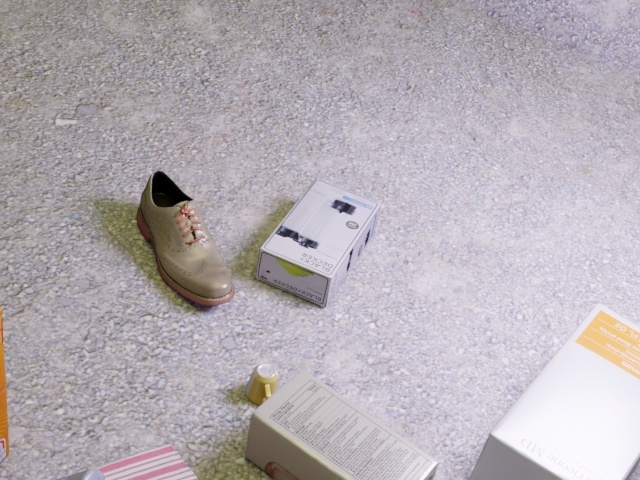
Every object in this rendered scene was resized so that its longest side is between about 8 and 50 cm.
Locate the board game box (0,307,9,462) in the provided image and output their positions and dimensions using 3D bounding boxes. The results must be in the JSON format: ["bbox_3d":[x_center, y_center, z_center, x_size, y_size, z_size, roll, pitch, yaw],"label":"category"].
[{"bbox_3d":[-0.720,0.261,1.551,0.356,0.356,0.356,22,41,11],"label":"board game box"}]

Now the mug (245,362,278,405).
[{"bbox_3d":[-0.099,0.265,1.926,0.062,0.064,0.078,-25,53,-36],"label":"mug"}]

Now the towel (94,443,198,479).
[{"bbox_3d":[-0.275,0.411,1.714,0.144,0.029,0.197,-12,28,-27],"label":"towel"}]

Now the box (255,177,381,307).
[{"bbox_3d":[0.000,0.000,2.237,0.169,0.087,0.290,23,42,13],"label":"box"}]

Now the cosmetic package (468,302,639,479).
[{"bbox_3d":[0.491,0.332,1.924,0.230,0.162,0.453,31,44,21],"label":"cosmetic package"}]

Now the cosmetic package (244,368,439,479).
[{"bbox_3d":[0.032,0.373,1.785,0.296,0.129,0.153,33,45,22],"label":"cosmetic package"}]

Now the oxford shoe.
[{"bbox_3d":[-0.283,-0.007,2.140,0.123,0.130,0.348,-19,49,-31],"label":"oxford shoe"}]

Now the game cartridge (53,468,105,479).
[{"bbox_3d":[-0.436,0.475,1.524,0.060,0.196,0.294,49,32,-26],"label":"game cartridge"}]
